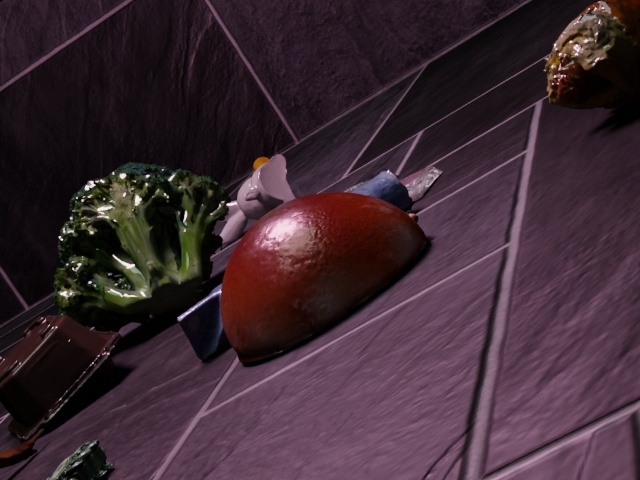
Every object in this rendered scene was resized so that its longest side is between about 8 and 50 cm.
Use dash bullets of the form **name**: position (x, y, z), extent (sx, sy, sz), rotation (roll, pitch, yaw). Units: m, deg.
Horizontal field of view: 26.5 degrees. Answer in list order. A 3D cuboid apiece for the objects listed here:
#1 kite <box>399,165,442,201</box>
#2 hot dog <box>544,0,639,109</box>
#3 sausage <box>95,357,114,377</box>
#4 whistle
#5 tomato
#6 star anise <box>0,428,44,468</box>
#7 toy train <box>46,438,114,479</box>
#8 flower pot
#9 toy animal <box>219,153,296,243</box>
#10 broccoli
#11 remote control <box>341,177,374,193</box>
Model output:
- **kite**: position (-0.002, -0.003, 1.739), extent (0.360, 0.022, 0.204), rotation (-30, 8, 12)
- **hot dog**: position (0.322, -0.193, 1.357), extent (0.213, 0.103, 0.146), rotation (-25, -16, -14)
- **sausage**: position (-0.292, 0.166, 1.805), extent (0.031, 0.031, 0.107), rotation (-35, 8, -19)
- **whistle**: position (-0.028, 0.023, 1.520), extent (0.304, 0.062, 0.062), rotation (-36, 8, -20)
- **tomato**: position (-0.009, 0.015, 1.336), extent (0.228, 0.112, 0.199), rotation (-41, 13, -33)
- **star anise**: position (-0.358, 0.252, 1.497), extent (0.158, 0.144, 0.140), rotation (-35, 49, 42)
- **toy train**: position (-0.220, 0.212, 1.227), extent (0.053, 0.033, 0.083), rotation (-35, 7, 13)
- **flower pot**: position (-0.362, 0.164, 1.771), extent (0.179, 0.084, 0.251), rotation (-49, 11, -15)
- **toy animal**: position (-0.123, -0.080, 2.352), extent (0.127, 0.131, 0.182), rotation (-12, -14, -31)
- **broccoli**: position (-0.252, 0.020, 1.971), extent (0.294, 0.265, 0.245), rotation (-38, 41, 11)
- **remote control**: position (0.035, -0.049, 1.734), extent (0.061, 0.029, 0.162), rotation (-28, 3, -17)
